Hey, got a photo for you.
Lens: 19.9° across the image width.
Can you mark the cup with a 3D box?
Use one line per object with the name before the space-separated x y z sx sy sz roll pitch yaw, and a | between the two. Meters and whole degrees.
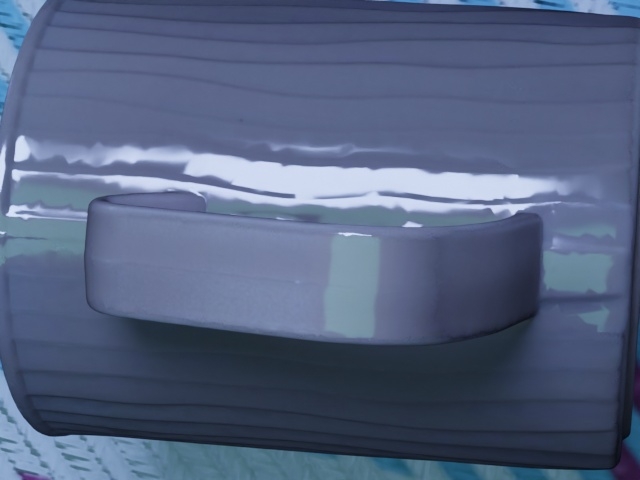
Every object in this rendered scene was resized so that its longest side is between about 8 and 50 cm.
cup | 0.002 -0.017 0.787 0.273 0.288 0.208 4 69 9
